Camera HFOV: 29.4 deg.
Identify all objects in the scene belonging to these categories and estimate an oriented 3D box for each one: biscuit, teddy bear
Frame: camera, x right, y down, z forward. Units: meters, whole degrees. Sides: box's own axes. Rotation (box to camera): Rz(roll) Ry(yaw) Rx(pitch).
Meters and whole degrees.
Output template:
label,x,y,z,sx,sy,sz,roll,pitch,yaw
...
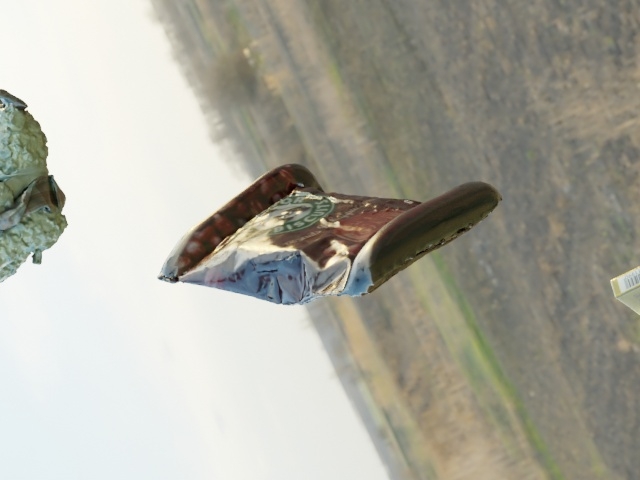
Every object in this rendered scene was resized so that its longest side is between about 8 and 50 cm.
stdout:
label,x,y,z,sx,sy,sz,roll,pitch,yaw
biscuit,0.005,-0.003,0.847,0.235,0.151,0.063,7,117,47
teddy bear,-0.311,-0.048,1.260,0.133,0.111,0.213,159,124,-86

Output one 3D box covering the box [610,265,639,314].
label,x,y,z,sx,sy,sz,roll,pitch,yaw
box,0.336,0.024,1.041,0.089,0.156,0.022,31,-140,-43
